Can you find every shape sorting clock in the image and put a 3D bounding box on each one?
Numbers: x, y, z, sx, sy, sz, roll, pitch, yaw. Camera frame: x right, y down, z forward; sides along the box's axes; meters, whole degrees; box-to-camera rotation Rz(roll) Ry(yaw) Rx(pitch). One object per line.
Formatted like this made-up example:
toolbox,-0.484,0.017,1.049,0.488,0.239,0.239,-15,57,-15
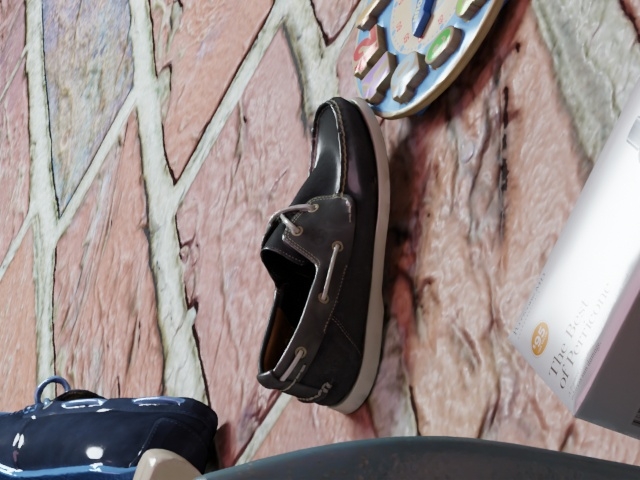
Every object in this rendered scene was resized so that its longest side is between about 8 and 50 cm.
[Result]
shape sorting clock,0.080,-0.182,1.392,0.206,0.040,0.206,-49,30,42

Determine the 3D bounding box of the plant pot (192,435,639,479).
plant pot,0.015,0.224,0.917,0.248,0.252,0.247,-39,36,52

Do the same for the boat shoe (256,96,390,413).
boat shoe,0.000,0.000,1.360,0.084,0.079,0.233,139,140,-58

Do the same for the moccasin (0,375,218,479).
moccasin,-0.194,0.189,1.643,0.342,0.138,0.117,-2,40,48

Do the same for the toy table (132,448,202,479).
toy table,-0.075,0.262,1.213,0.252,0.161,0.274,-3,70,64

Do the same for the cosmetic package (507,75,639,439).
cosmetic package,0.182,-0.027,0.990,0.239,0.060,0.099,-65,21,13
